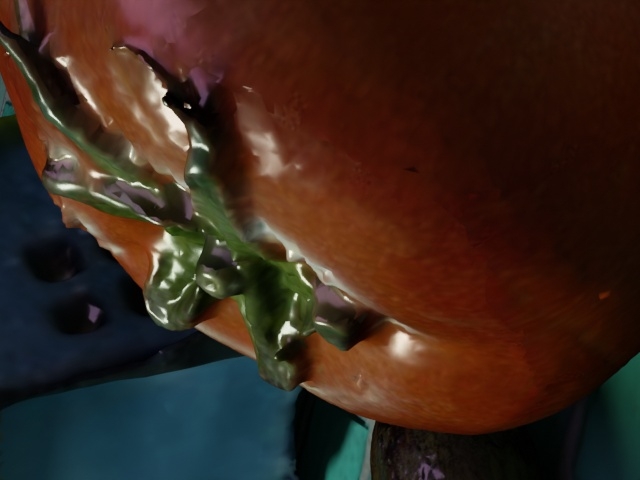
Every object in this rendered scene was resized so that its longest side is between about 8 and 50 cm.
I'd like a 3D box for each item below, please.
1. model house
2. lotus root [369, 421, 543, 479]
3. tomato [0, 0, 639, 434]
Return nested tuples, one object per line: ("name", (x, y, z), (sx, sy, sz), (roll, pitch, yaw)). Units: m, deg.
("model house", (-0.152, 0.068, 1.026), (0.303, 0.215, 0.237), (-118, 22, -45))
("lotus root", (0.068, 0.134, 0.788), (0.089, 0.080, 0.179), (125, 148, -43))
("tomato", (0.022, -0.081, 0.706), (0.273, 0.341, 0.341), (-57, 17, -22))
